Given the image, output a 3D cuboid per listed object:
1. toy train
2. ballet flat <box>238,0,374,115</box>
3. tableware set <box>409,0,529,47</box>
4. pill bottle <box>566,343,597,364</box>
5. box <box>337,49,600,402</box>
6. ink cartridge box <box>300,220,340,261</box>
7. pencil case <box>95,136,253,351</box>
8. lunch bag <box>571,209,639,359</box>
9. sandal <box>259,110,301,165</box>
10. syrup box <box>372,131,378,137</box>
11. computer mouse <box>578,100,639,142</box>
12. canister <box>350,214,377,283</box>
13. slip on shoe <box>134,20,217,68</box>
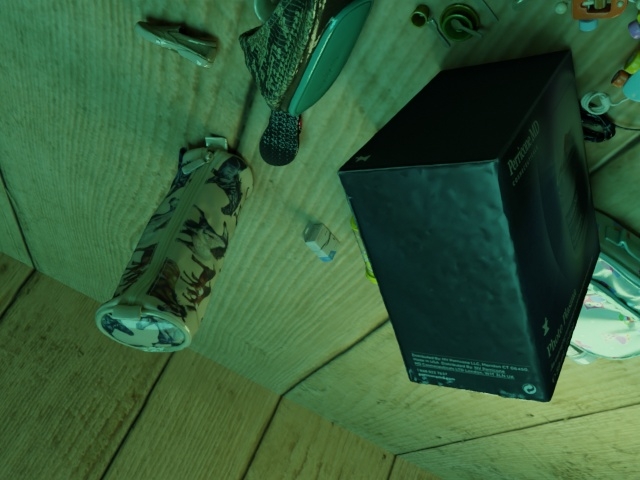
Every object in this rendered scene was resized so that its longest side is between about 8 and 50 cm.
[{"bbox_3d":[0.326,-0.216,0.621,0.125,0.046,0.166,5,141,34],"label":"toy train"},{"bbox_3d":[0.017,-0.312,0.618,0.182,0.164,0.483,52,148,-3],"label":"ballet flat"},{"bbox_3d":[0.168,-0.280,0.660,0.104,0.024,0.154,41,147,-24],"label":"tableware set"},{"bbox_3d":[0.462,0.171,1.090,0.137,0.078,0.078,39,148,-22],"label":"pill bottle"},{"bbox_3d":[0.200,-0.026,0.688,0.182,0.296,0.294,-1,123,37],"label":"box"},{"bbox_3d":[0.000,0.000,1.203,0.028,0.048,0.083,-6,138,43],"label":"ink cartridge box"},{"bbox_3d":[-0.249,0.007,1.044,0.159,0.410,0.184,4,141,15],"label":"pencil case"},{"bbox_3d":[0.439,0.076,0.927,0.279,0.108,0.224,31,150,-9],"label":"lunch bag"},{"bbox_3d":[-0.058,-0.195,0.961,0.067,0.040,0.179,19,136,0],"label":"sandal"},{"bbox_3d":[0.174,-0.073,0.909,0.093,0.096,0.237,-14,132,46],"label":"syrup box"},{"bbox_3d":[0.402,-0.125,0.707,0.242,0.041,0.071,15,149,19],"label":"computer mouse"},{"bbox_3d":[0.132,0.012,1.100,0.126,0.073,0.170,8,144,27],"label":"canister"},{"bbox_3d":[-0.221,-0.312,0.894,0.135,0.051,0.041,29,111,10],"label":"slip on shoe"}]
